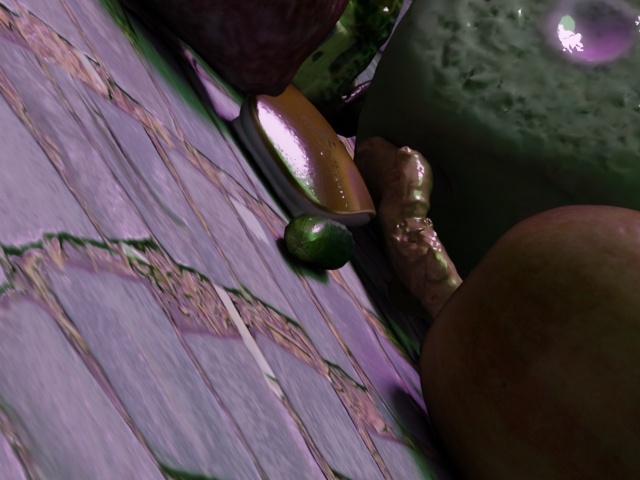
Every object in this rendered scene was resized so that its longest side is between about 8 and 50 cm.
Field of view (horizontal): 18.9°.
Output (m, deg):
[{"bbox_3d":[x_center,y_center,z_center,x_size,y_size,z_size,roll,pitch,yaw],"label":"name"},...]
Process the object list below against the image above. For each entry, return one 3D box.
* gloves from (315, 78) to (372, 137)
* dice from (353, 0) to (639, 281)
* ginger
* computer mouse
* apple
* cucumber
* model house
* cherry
[{"bbox_3d":[0.004,-0.158,1.841,0.268,0.107,0.135,24,19,-43],"label":"gloves"},{"bbox_3d":[0.237,-0.096,1.770,0.322,0.318,0.330,28,-27,20],"label":"dice"},{"bbox_3d":[0.083,0.020,1.588,0.258,0.065,0.149,-125,-150,-45],"label":"ginger"},{"bbox_3d":[-0.008,-0.064,1.526,0.126,0.056,0.245,57,6,7],"label":"computer mouse"},{"bbox_3d":[0.202,0.099,1.363,0.234,0.257,0.257,43,3,20],"label":"apple"},{"bbox_3d":[0.000,0.000,1.353,0.037,0.037,0.155,56,7,10],"label":"cucumber"},{"bbox_3d":[-0.044,-0.240,1.605,0.214,0.195,0.189,55,14,18],"label":"model house"},{"bbox_3d":[-0.070,-0.251,1.402,0.230,0.203,0.300,-55,126,-79],"label":"cherry"}]
